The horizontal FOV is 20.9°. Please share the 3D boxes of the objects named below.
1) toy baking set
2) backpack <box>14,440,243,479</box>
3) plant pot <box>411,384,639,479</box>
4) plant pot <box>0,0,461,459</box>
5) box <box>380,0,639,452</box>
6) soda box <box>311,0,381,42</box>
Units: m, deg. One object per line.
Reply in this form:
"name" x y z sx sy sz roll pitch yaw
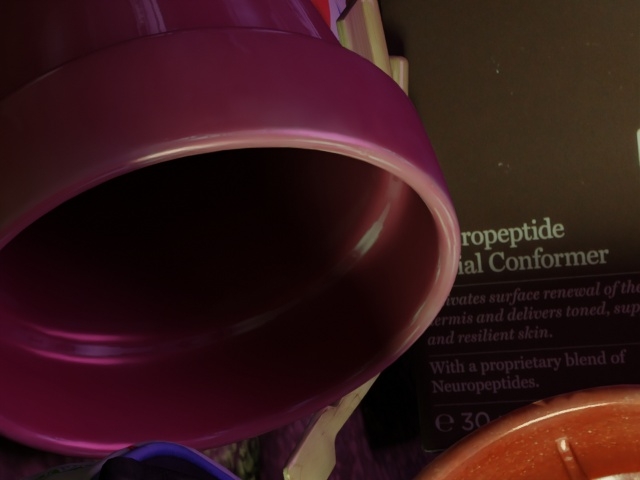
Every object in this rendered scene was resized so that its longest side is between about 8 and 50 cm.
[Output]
"toy baking set" 0.003 -0.002 0.885 0.197 0.030 0.256 -8 97 -63
"backpack" -0.057 0.187 0.508 0.263 0.213 0.276 58 21 -50
"plant pot" 0.173 0.253 0.869 0.265 0.272 0.272 58 27 -51
"plant pot" -0.064 -0.041 0.681 0.201 0.201 0.180 41 25 -51
"box" 0.148 -0.076 1.000 0.143 0.191 0.381 -5 90 -68
"soda box" -0.013 -0.113 0.971 0.216 0.069 0.074 -27 100 -66
